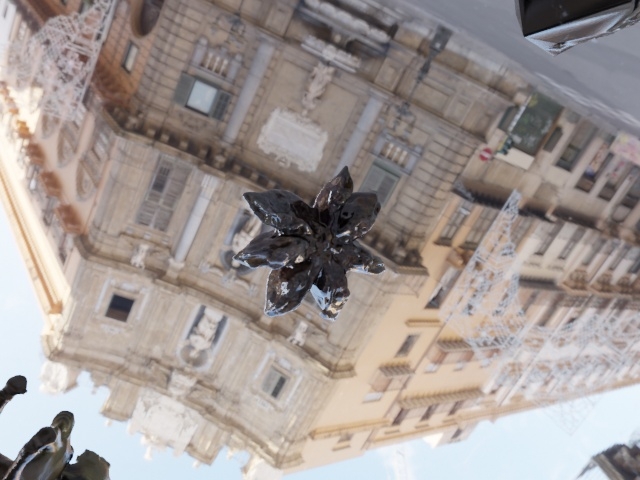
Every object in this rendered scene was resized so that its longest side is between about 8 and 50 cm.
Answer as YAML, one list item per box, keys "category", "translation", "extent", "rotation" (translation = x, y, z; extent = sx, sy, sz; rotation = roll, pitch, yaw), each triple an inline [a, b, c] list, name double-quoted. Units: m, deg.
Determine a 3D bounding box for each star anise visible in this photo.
- category: "star anise"
  translation: [-0.002, 0.016, 0.694]
  extent: [0.212, 0.196, 0.073]
  rotation: [-19, -158, -26]

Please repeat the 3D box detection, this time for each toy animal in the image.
- category: "toy animal"
  translation: [-0.246, 0.184, 0.416]
  extent: [0.094, 0.186, 0.214]
  rotation: [40, -148, 26]

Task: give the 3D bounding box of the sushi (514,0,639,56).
- category: "sushi"
  translation: [0.298, -0.291, 0.502]
  extent: [0.213, 0.215, 0.227]
  rotation: [-6, 180, 40]
